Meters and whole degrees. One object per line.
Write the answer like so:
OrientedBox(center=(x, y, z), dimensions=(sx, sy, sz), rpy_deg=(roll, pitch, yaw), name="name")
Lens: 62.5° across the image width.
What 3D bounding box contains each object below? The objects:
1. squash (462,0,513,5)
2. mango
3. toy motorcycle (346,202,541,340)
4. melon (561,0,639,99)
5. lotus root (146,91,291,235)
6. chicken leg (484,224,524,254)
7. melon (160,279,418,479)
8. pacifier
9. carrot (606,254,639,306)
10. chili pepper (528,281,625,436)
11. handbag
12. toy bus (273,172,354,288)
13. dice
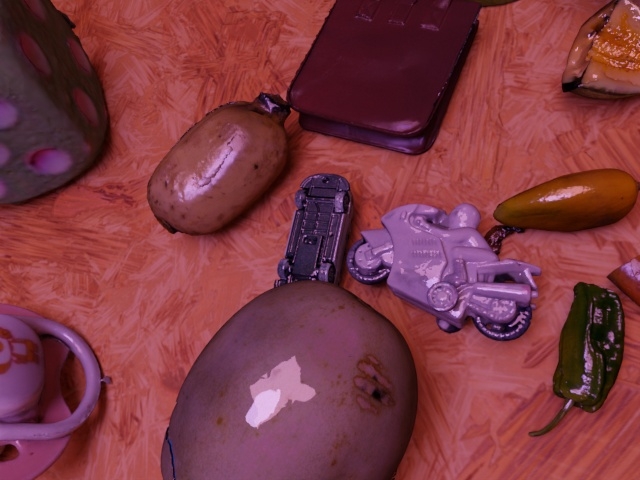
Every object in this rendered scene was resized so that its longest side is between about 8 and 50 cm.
OrientedBox(center=(0.274, -0.486, 0.927), dimensions=(0.261, 0.189, 0.189), rpy_deg=(12, 70, -16), name="squash")
OrientedBox(center=(0.325, -0.048, 0.694), dimensions=(0.188, 0.101, 0.066), rpy_deg=(-8, 67, 16), name="mango")
OrientedBox(center=(0.169, 0.023, 0.714), dimensions=(0.260, 0.110, 0.170), rpy_deg=(22, 77, 27), name="toy motorcycle")
OrientedBox(center=(0.423, -0.254, 0.763), dimensions=(0.128, 0.079, 0.160), rpy_deg=(28, 79, 7), name="melon")
OrientedBox(center=(-0.157, -0.126, 0.862), dimensions=(0.160, 0.146, 0.284), rpy_deg=(44, 96, 8), name="lotus root")
OrientedBox(center=(0.249, -0.002, 0.746), dimensions=(0.083, 0.021, 0.036), rpy_deg=(-40, 53, -1), name="chicken leg")
OrientedBox(center=(-0.035, 0.211, 0.620), dimensions=(0.269, 0.268, 0.330), rpy_deg=(34, 92, 26), name="melon")
OrientedBox(center=(-0.503, 0.234, 0.790), dimensions=(0.273, 0.220, 0.332), rpy_deg=(-33, 50, 4), name="pacifier")
OrientedBox(center=(0.447, 0.108, 0.621), dimensions=(0.057, 0.057, 0.224), rpy_deg=(-38, 64, 1), name="carrot")
OrientedBox(center=(0.322, 0.150, 0.639), dimensions=(0.072, 0.073, 0.203), rpy_deg=(17, 77, 9), name="chili pepper")
OrientedBox(center=(0.103, -0.291, 0.873), dimensions=(0.260, 0.084, 0.275), rpy_deg=(17, 75, 24), name="handbag")
OrientedBox(center=(0.000, 0.000, 0.788), dimensions=(0.087, 0.089, 0.193), rpy_deg=(5, 71, 21), name="toy bus")
OrientedBox(center=(-0.612, -0.275, 0.967), dimensions=(0.319, 0.330, 0.322), rpy_deg=(-21, 64, 4), name="dice")
